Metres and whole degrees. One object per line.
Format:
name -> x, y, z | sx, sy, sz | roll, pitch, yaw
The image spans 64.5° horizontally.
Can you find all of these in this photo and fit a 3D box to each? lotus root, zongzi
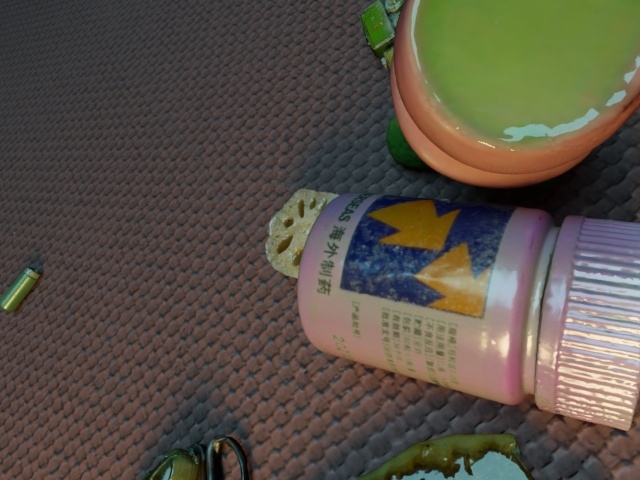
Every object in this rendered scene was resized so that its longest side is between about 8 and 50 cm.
lotus root -> -0.001, 0.003, 0.640 | 0.122, 0.081, 0.113 | 14, 75, 32
zongzi -> -0.196, 0.289, 0.600 | 0.119, 0.055, 0.109 | -1, 64, 47

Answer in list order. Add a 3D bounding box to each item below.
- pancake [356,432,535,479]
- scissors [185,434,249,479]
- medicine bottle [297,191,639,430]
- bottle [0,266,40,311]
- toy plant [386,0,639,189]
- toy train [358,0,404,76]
pancake -> 0.076, 0.367, 0.440 | 0.304, 0.067, 0.427 | 16, 73, 25
scissors -> -0.110, 0.371, 0.549 | 0.109, 0.022, 0.300 | -25, 58, 19
medicine bottle -> 0.140, 0.052, 0.481 | 0.290, 0.178, 0.178 | 8, 70, 32
bottle -> -0.539, 0.087, 0.910 | 0.030, 0.030, 0.083 | 31, 82, 35
toy plant -> 0.199, -0.165, 0.486 | 0.317, 0.356, 0.211 | -31, 80, 14
toy train -> 0.116, -0.277, 0.734 | 0.081, 0.060, 0.202 | -27, 56, 22
